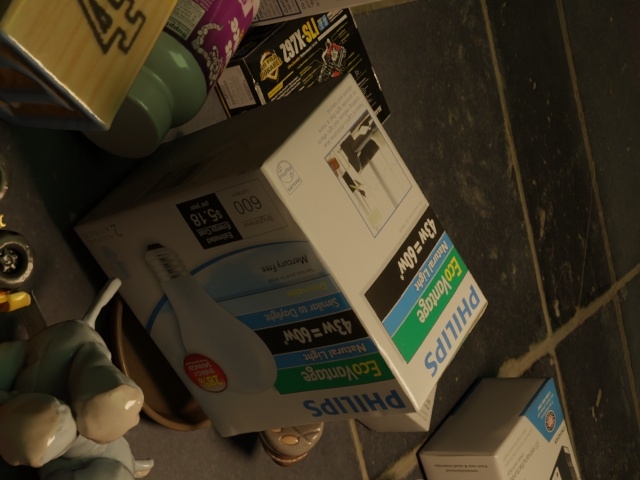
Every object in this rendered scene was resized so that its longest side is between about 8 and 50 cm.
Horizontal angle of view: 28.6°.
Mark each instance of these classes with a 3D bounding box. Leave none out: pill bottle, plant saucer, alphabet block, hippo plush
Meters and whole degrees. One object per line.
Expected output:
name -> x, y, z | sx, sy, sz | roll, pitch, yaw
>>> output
pill bottle -> -0.206, -0.254, 1.655 | 0.169, 0.169, 0.301 | 55, 44, -34
plant saucer -> -0.194, 0.123, 1.727 | 0.278, 0.041, 0.278 | 11, 77, -54
alphabet block -> -0.318, -0.260, 1.450 | 0.193, 0.192, 0.197 | 46, 60, -45
hippo plush -> -0.315, 0.229, 1.445 | 0.294, 0.234, 0.236 | -119, -159, -60

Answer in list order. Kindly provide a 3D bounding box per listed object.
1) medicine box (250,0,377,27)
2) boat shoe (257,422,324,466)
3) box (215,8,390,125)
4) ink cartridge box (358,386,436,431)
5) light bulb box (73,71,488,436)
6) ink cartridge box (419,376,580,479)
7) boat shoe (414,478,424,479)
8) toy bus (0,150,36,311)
medicine box -> 0.017, -0.462, 1.903 | 0.263, 0.289, 0.149 | -53, 129, -45
boat shoe -> -0.052, 0.184, 1.871 | 0.116, 0.123, 0.324 | 104, -7, -55
box -> -0.023, -0.235, 1.997 | 0.322, 0.079, 0.257 | -50, 123, -46
ink cartridge box -> 0.110, 0.152, 2.089 | 0.201, 0.117, 0.278 | 43, 51, -44
light bulb box -> -0.047, 0.033, 1.586 | 0.361, 0.358, 0.225 | 57, 45, -18
ink cartridge box -> 0.363, 0.494, 2.354 | 0.285, 0.166, 0.395 | -40, 118, -50
boat shoe -> 0.083, 0.464, 2.023 | 0.302, 0.091, 0.114 | 1, 64, -53
toy bus -> -0.434, -0.003, 1.329 | 0.211, 0.149, 0.220 | -27, 110, -40
